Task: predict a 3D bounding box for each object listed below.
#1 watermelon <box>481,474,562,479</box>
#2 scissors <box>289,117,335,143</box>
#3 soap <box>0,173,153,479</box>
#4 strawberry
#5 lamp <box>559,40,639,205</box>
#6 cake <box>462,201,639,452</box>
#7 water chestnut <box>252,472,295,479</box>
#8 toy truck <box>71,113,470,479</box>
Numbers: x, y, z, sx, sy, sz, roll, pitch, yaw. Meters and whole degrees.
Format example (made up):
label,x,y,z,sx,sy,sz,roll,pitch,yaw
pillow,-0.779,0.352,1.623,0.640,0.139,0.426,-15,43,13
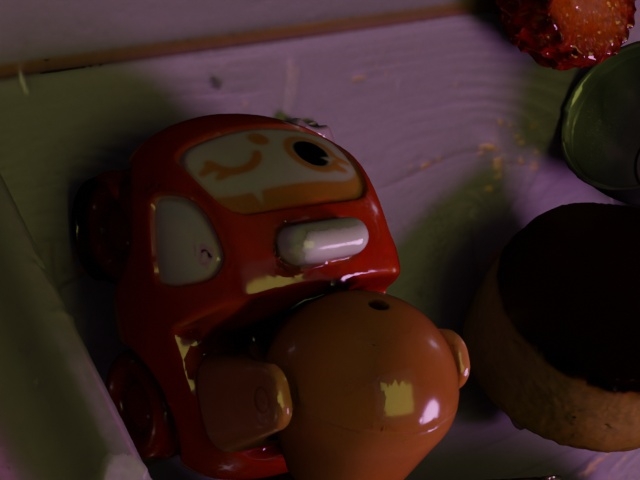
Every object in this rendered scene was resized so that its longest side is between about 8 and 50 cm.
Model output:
label,x,y,z,sx,sy,sz,roll,pitch,yaw
watermelon,0.216,0.273,1.405,0.302,0.264,0.151,7,77,-33
scissors,0.000,0.000,1.313,0.100,0.015,0.189,-43,124,-28
soap,-0.260,0.123,1.073,0.159,0.258,0.302,0,52,-42
strawberry,0.193,-0.206,1.412,0.145,0.086,0.145,-8,102,-43
lamp,0.324,-0.064,1.532,0.227,0.147,0.172,39,46,-47
cake,0.218,0.093,1.417,0.178,0.207,0.185,93,-4,-50
water chestnut,-0.030,0.269,1.180,0.223,0.238,0.224,-19,119,-38
toy truck,-0.020,0.038,1.122,0.189,0.239,0.265,-10,87,-36
